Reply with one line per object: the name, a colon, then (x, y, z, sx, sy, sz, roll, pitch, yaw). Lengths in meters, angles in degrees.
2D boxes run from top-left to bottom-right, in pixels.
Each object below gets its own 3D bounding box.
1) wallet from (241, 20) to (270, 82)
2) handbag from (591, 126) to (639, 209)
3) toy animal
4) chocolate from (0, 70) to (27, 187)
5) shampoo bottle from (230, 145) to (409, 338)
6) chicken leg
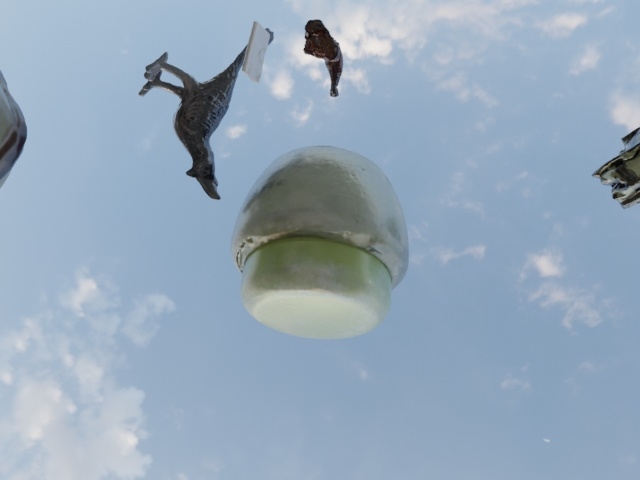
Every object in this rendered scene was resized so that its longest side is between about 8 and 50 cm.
wallet: (-0.101, -0.292, 0.758, 0.011, 0.044, 0.083, 11, -93, 26)
handbag: (0.800, -0.236, 1.056, 0.325, 0.327, 0.163, -29, -98, -39)
toy animal: (-0.234, -0.275, 0.928, 0.205, 0.081, 0.367, 19, -104, -14)
chocolate: (-0.407, -0.113, 0.444, 0.186, 0.283, 0.284, 36, -94, 16)
shampoo bottle: (0.000, 0.000, 0.901, 0.322, 0.322, 0.318, -6, -120, 17)
chicken leg: (0.016, -0.483, 1.277, 0.093, 0.053, 0.205, -32, -96, 18)
